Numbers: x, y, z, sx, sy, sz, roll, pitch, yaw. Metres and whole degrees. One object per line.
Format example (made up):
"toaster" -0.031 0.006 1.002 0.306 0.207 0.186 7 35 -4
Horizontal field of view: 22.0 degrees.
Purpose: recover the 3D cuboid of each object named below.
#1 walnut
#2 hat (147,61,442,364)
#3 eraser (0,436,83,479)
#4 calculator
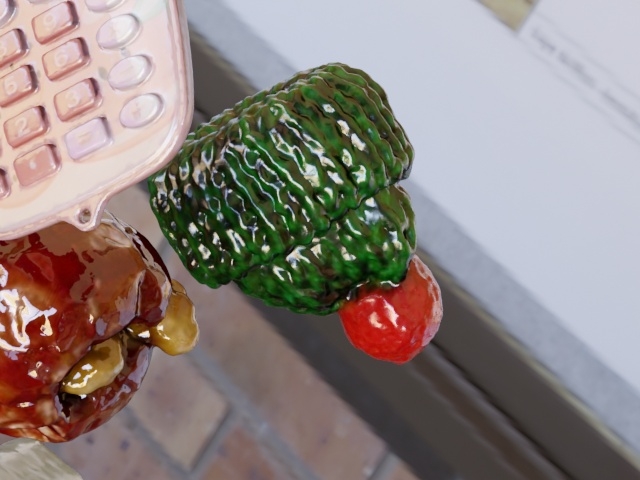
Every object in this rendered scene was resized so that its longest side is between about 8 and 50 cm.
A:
"walnut" -0.248 0.045 1.433 0.269 0.221 0.244 30 44 32
"hat" 0.000 0.000 1.729 0.332 0.274 0.242 56 39 -10
"eraser" -0.250 0.218 0.942 0.104 0.189 0.290 33 7 9
"calculator" -0.188 -0.157 1.082 0.048 0.220 0.329 17 54 -62
